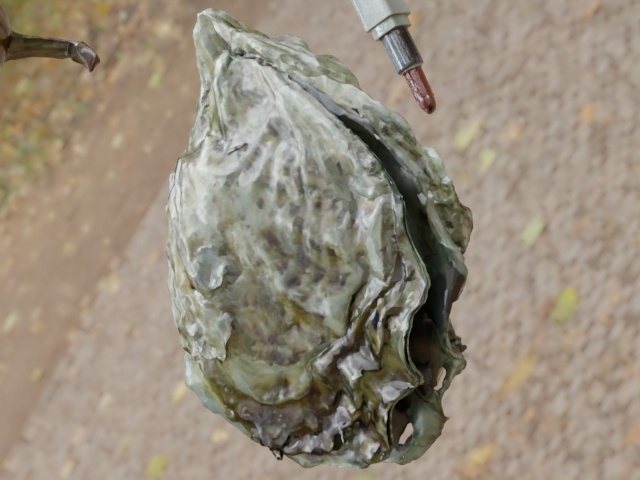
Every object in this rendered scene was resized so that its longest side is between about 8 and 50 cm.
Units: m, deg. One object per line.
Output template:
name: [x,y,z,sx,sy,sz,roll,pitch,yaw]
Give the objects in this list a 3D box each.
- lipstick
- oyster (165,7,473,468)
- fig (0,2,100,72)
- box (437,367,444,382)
lipstick: [0.049,-0.129,1.255,0.025,0.107,0.025,-33,-13,36]
oyster: [0.000,0.000,1.154,0.112,0.198,0.268,-16,-70,-66]
fig: [-0.307,-0.160,1.505,0.148,0.149,0.202,13,40,45]
box: [0.037,0.050,1.665,0.151,0.151,0.135,-81,-4,-50]
